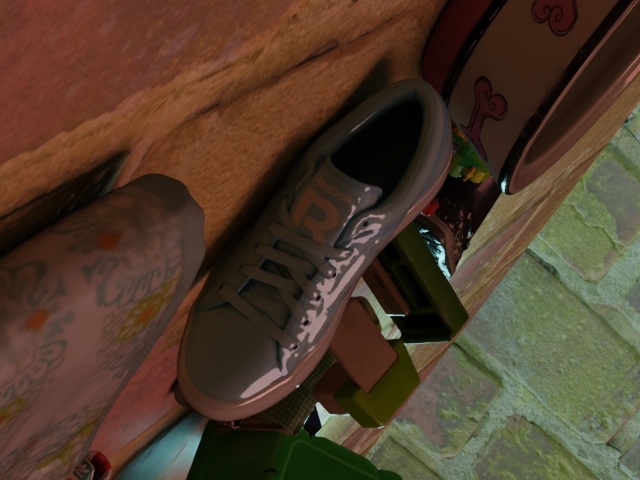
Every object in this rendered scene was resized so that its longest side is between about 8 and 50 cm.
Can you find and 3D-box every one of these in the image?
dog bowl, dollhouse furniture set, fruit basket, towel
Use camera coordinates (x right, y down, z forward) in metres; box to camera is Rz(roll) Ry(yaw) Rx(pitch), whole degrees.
[{"bbox_3d":[0.263,-0.245,1.725,0.408,0.150,0.408,-46,169,-12],"label":"dog bowl"},{"bbox_3d":[-0.017,0.099,1.944,0.301,0.151,0.197,-8,-148,51],"label":"dollhouse furniture set"},{"bbox_3d":[-0.106,0.404,2.063,0.392,0.283,0.392,-54,-162,26],"label":"fruit basket"},{"bbox_3d":[-0.246,0.141,1.192,0.320,0.090,0.374,-40,166,-43],"label":"towel"}]

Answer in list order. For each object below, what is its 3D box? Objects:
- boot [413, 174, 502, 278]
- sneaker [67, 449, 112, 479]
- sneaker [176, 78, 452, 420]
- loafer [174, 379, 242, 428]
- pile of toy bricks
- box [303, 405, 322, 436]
[{"bbox_3d":[0.198,-0.048,2.347,0.178,0.085,0.236,-50,169,-8],"label":"boot"},{"bbox_3d":[-0.231,0.247,1.716,0.075,0.057,0.161,-43,166,-3],"label":"sneaker"},{"bbox_3d":[-0.011,-0.008,1.557,0.366,0.135,0.150,-55,164,-18],"label":"sneaker"},{"bbox_3d":[-0.058,0.101,1.817,0.251,0.087,0.094,-55,168,31],"label":"loafer"},{"bbox_3d":[0.155,-0.099,1.920,0.118,0.105,0.212,-56,168,32],"label":"pile of toy bricks"},{"bbox_3d":[-0.060,0.234,2.208,0.036,0.136,0.225,16,125,-28],"label":"box"}]
